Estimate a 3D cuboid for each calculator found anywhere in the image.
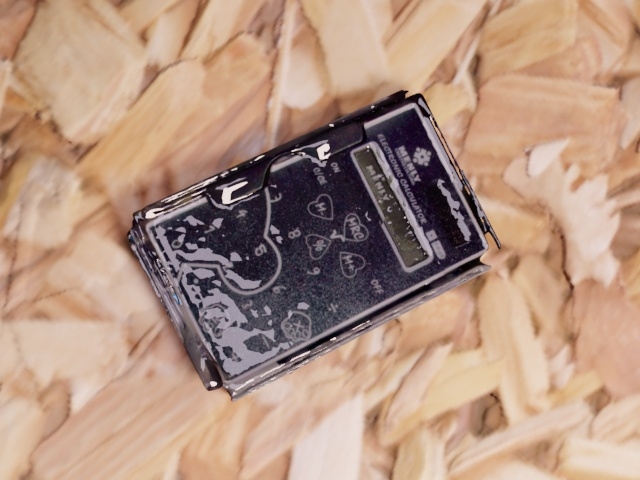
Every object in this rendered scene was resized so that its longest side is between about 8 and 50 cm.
[{"bbox_3d":[0.000,0.000,0.934,0.274,0.028,0.165,-26,85,-20],"label":"calculator"}]
